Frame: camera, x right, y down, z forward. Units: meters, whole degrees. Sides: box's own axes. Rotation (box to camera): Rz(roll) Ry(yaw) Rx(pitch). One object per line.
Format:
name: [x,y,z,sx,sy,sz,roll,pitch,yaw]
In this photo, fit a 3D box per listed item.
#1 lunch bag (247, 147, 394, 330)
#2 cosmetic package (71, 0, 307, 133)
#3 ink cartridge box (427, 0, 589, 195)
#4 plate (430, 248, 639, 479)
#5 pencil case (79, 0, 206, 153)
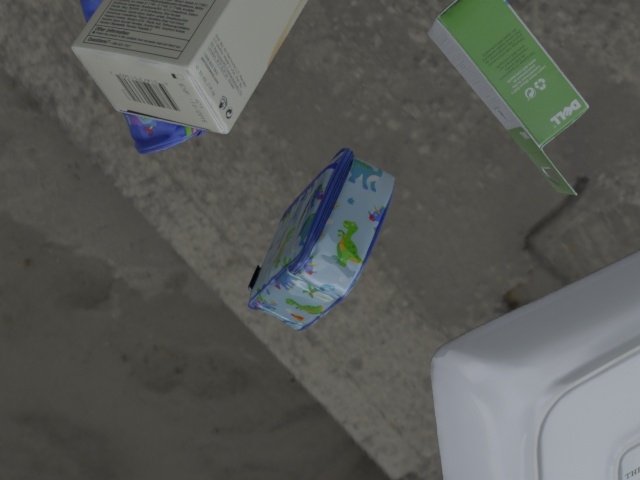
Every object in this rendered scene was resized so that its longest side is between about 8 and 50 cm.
lunch bag: [0.000,0.000,1.350,0.090,0.176,0.219,29,154,-9]
cosmetic package: [-0.040,-0.102,0.455,0.115,0.060,0.041,-60,147,-22]
ink cartridge box: [0.192,-0.143,1.094,0.062,0.109,0.209,-39,92,3]
plate: [0.201,0.145,0.751,0.277,0.045,0.278,-22,118,-29]
pencil case: [-0.239,-0.272,1.578,0.133,0.119,0.306,-7,115,24]
